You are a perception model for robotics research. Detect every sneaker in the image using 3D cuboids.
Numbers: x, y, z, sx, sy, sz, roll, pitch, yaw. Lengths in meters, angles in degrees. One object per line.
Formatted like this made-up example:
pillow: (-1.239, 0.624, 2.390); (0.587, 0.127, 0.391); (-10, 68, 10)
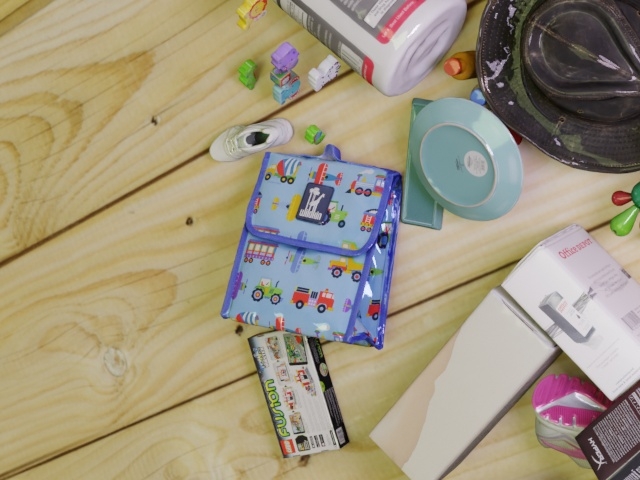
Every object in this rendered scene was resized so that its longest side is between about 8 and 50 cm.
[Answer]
sneaker: (-0.120, -0.158, 2.072); (0.152, 0.061, 0.053); (-16, 94, 33)
sneaker: (0.413, 0.272, 1.843); (0.252, 0.103, 0.111); (20, 144, 12)

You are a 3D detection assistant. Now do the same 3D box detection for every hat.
hat: (0.358, -0.239, 1.689); (0.331, 0.134, 0.331); (2, 98, 11)

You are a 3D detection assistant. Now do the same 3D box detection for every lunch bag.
lunch bag: (0.000, 0.000, 2.007); (0.221, 0.138, 0.293); (9, 85, 26)

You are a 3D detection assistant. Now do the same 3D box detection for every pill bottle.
pill bottle: (0.037, -0.365, 1.870); (0.318, 0.176, 0.176); (42, 118, 15)

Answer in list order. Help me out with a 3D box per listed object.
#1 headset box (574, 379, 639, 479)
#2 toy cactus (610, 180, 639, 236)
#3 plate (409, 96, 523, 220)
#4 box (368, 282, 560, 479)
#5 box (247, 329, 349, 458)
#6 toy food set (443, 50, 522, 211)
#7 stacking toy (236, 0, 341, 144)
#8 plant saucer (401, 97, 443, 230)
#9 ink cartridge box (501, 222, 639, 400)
headset box: (0.511, 0.240, 1.676); (0.218, 0.110, 0.293); (39, 104, -25)
toy cactus: (0.470, -0.086, 1.704); (0.219, 0.112, 0.180); (-17, 122, 19)
plate: (0.195, -0.108, 1.829); (0.188, 0.024, 0.188); (24, 130, 32)
box: (0.224, 0.203, 1.904); (0.121, 0.148, 0.311); (44, 117, 15)
box: (-0.036, 0.241, 2.122); (0.114, 0.036, 0.207); (-15, 93, 31)
toy food set: (0.216, -0.145, 1.852); (0.111, 0.104, 0.232); (13, 105, 23)
stacking toy: (-0.050, -0.251, 1.965); (0.167, 0.052, 0.221); (43, 159, 17)
plant saucer: (0.155, -0.112, 1.950); (0.067, 0.018, 0.192); (12, 107, 27)
ink cartridge box: (0.371, 0.092, 1.787); (0.218, 0.158, 0.092); (49, 120, 13)
